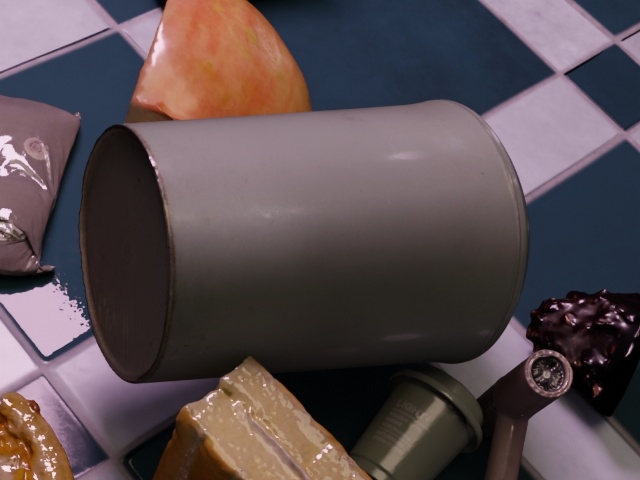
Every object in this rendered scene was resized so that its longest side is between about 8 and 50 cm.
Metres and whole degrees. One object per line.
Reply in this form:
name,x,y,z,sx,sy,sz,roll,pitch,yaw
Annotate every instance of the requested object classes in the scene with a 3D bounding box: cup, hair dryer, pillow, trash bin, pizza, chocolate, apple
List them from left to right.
pizza,-0.322,0.232,1.302,0.161,0.062,0.182,-5,57,-13
pillow,-0.367,-0.073,1.518,0.169,0.059,0.255,9,53,-6
apple,-0.134,-0.160,1.566,0.252,0.314,0.309,-9,44,30
trash bin,0.000,0.000,1.340,0.432,0.280,0.280,-4,55,-29
cup,0.095,0.214,1.407,0.120,0.120,0.141,36,61,11
hair dryer,0.191,0.240,1.385,0.054,0.195,0.220,17,66,-5
chocolate,0.302,0.115,1.538,0.133,0.156,0.156,22,49,20

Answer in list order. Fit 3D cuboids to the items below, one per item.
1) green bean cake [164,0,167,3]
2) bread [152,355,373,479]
green bean cake,-0.111,-0.409,1.758,0.233,0.198,0.097,-16,59,-21
bread,-0.047,0.273,1.241,0.239,0.246,0.111,45,52,14
